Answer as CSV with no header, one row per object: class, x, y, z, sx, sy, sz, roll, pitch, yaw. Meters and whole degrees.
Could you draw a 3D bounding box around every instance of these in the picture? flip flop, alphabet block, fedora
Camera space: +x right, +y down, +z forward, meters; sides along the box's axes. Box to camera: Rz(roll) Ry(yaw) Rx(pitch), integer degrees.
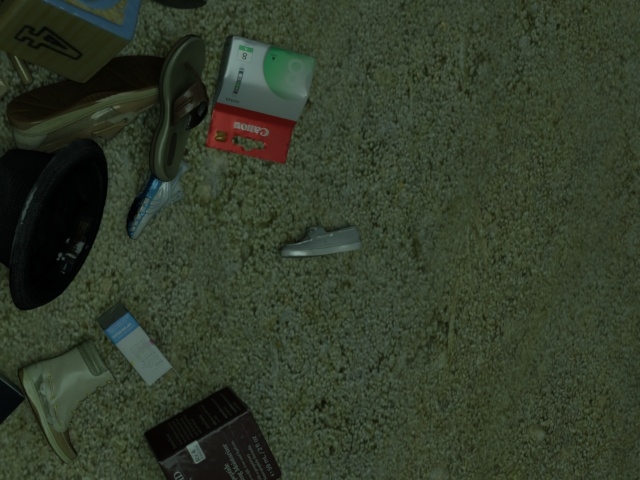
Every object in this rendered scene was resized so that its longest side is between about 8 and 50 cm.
flip flop,-0.249,-0.239,1.713,0.112,0.080,0.277,-5,110,-65
alphabet block,-0.433,-0.416,1.592,0.193,0.197,0.192,23,63,-32
fedora,-0.511,-0.046,1.647,0.152,0.334,0.334,22,89,8

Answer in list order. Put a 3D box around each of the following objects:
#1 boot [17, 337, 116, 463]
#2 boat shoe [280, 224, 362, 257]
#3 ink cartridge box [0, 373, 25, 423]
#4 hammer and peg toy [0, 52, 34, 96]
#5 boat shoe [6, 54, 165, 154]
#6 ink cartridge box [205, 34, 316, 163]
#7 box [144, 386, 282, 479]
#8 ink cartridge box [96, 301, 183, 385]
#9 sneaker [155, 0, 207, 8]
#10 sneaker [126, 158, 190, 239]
boot,-0.470,0.311,1.798,0.165,0.077,0.213,-25,106,-19
boat shoe,0.000,0.000,1.944,0.184,0.066,0.063,-8,87,-18
ink cartridge box,-0.670,0.306,1.675,0.206,0.045,0.208,-47,140,-14
hammer and peg toy,-0.670,-0.312,1.595,0.361,0.127,0.266,-40,110,-12
boat shoe,-0.411,-0.249,1.727,0.341,0.122,0.110,-23,141,-25
ink cartridge box,-0.120,-0.279,1.859,0.181,0.056,0.225,11,92,-22
box,-0.217,0.430,1.863,0.203,0.167,0.169,-29,107,-15
ink cartridge box,-0.352,0.214,1.811,0.061,0.104,0.181,-39,109,-12
sneaker,-0.304,-0.520,1.735,0.222,0.083,0.118,15,73,-35
sneaker,-0.310,-0.081,1.806,0.083,0.071,0.191,28,87,-28
